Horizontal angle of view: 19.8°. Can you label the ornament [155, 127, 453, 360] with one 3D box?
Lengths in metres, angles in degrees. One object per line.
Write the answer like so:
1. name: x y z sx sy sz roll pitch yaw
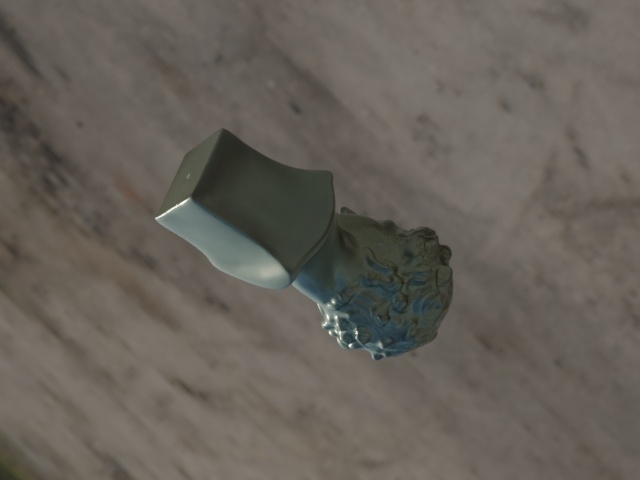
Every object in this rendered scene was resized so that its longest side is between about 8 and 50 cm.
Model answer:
1. ornament: -0.003 0.010 1.523 0.285 0.130 0.120 25 157 -37
